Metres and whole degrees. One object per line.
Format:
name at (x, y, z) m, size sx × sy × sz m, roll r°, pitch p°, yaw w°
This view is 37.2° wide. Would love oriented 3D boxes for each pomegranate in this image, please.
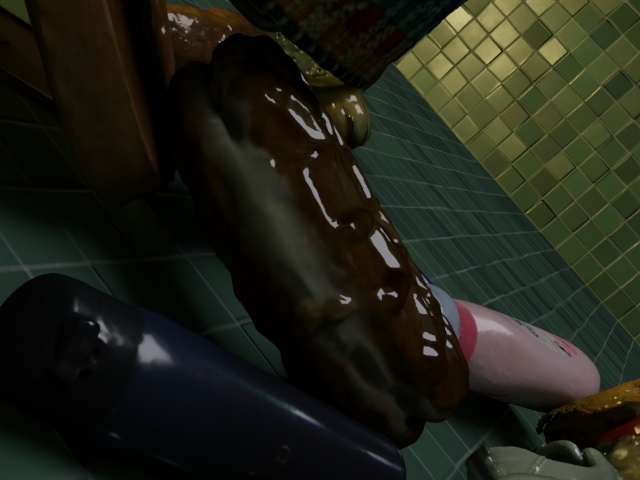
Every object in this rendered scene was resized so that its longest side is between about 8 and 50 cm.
pomegranate at (0.020, -0.253, 1.324) m, size 0.241 × 0.190 × 0.159 m, roll 48°, pitch -8°, yaw 5°

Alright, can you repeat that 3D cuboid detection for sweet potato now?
sweet potato at (-0.125, -0.202, 0.980) m, size 0.097 × 0.097 × 0.292 m, roll 51°, pitch 16°, yaw 11°

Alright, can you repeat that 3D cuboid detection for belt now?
belt at (-0.031, -0.239, 0.622) m, size 0.295 × 0.160 × 0.207 m, roll 47°, pitch 18°, yaw -8°

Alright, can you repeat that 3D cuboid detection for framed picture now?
framed picture at (-0.248, -0.155, 0.701) m, size 0.149 × 0.011 × 0.109 m, roll 31°, pitch 22°, yaw -43°

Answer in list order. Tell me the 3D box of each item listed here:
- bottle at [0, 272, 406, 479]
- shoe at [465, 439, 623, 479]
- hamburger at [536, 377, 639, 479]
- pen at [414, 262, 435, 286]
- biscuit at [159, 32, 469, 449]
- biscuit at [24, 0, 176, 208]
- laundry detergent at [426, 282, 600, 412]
bottle at (-0.057, 0.094, 0.497) m, size 0.244 × 0.072 × 0.082 m, roll 35°, pitch -17°, yaw -37°
shoe at (0.239, 0.254, 0.768) m, size 0.342 × 0.132 × 0.211 m, roll 25°, pitch 30°, yaw -46°
hamburger at (0.350, 0.235, 0.957) m, size 0.244 × 0.244 × 0.163 m, roll 30°, pitch 44°, yaw -46°
pen at (0.036, -0.036, 1.115) m, size 0.269 × 0.033 × 0.033 m, roll 49°, pitch 16°, yaw 9°
biscuit at (0.000, 0.000, 0.698) m, size 0.332 × 0.103 × 0.332 m, roll 58°, pitch 8°, yaw -12°
biscuit at (-0.163, -0.213, 0.656) m, size 0.385 × 0.062 × 0.365 m, roll -104°, pitch -176°, yaw -64°
laundry detergent at (0.166, 0.112, 0.962) m, size 0.159 × 0.088 × 0.335 m, roll 15°, pitch -5°, yaw 38°
